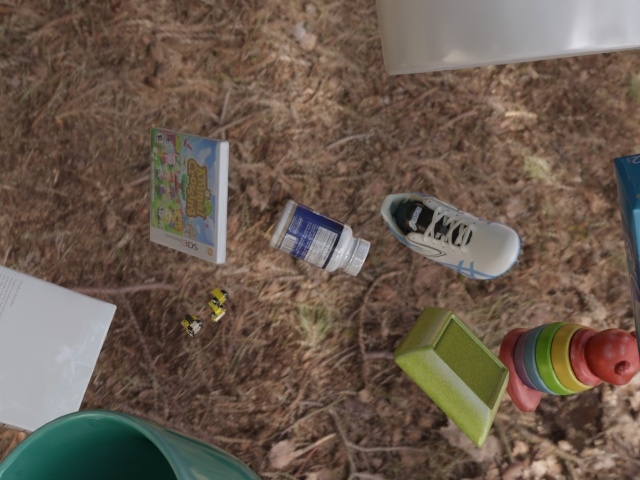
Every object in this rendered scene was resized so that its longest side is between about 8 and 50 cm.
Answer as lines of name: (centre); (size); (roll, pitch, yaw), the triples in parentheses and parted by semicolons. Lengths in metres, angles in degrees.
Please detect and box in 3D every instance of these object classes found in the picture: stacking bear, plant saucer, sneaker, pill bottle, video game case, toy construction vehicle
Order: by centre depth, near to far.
sneaker: (0.165, -0.009, 1.115); (0.086, 0.237, 0.085); (19, 93, -37)
plant saucer: (0.216, 0.193, 1.296); (0.188, 0.045, 0.188); (46, 31, 2)
toy construction vehicle: (-0.190, 0.117, 1.386); (0.035, 0.098, 0.086); (42, 73, 10)
video game case: (-0.234, -0.082, 1.479); (0.023, 0.193, 0.212); (-12, 111, -46)
pill bottle: (0.000, 0.000, 1.534); (0.169, 0.094, 0.094); (24, 58, -5)
stacking bear: (0.528, 0.245, 1.744); (0.164, 0.289, 0.175); (53, 55, -16)

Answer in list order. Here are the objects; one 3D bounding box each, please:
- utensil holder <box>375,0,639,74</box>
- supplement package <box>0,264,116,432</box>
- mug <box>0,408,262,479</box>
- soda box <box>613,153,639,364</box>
utensil holder: (0.194, -0.370, 0.826); (0.327, 0.327, 0.385); (-11, 101, -30)
supplement package: (-0.461, 0.154, 1.202); (0.263, 0.198, 0.199); (22, 70, -16)
mug: (-0.065, 0.150, 0.347); (0.129, 0.158, 0.097); (-59, 141, -7)
soda box: (0.251, 0.041, 0.573); (0.067, 0.071, 0.210); (-79, 154, -55)
